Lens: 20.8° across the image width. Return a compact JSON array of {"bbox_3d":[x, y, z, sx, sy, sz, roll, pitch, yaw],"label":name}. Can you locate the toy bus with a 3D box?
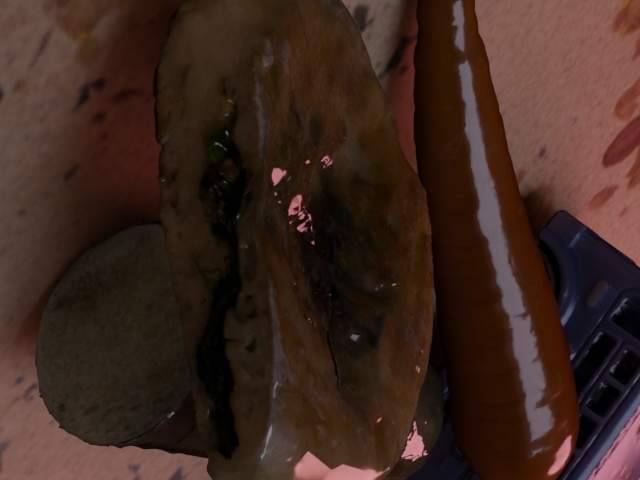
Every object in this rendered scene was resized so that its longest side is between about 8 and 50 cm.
[{"bbox_3d":[0.104,0.135,1.007,0.292,0.133,0.125,-55,151,4],"label":"toy bus"}]

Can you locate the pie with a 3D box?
[{"bbox_3d":[-0.003,0.001,0.689,0.185,0.052,0.218,5,76,-67],"label":"pie"}]

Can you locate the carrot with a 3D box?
[{"bbox_3d":[0.080,0.010,0.844,0.069,0.069,0.336,-34,128,-29],"label":"carrot"}]

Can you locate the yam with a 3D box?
[{"bbox_3d":[-0.023,0.061,0.787,0.093,0.093,0.259,-55,151,5],"label":"yam"}]
